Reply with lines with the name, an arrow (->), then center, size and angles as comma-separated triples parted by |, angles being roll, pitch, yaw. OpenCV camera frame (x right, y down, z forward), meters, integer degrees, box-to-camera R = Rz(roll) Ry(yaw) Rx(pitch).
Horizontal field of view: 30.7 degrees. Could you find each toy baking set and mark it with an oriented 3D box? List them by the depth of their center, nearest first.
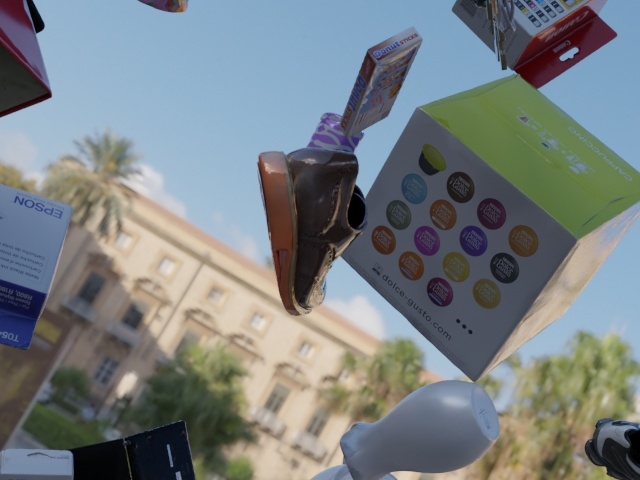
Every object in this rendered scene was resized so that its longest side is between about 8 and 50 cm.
toy baking set -> 0.267, -0.368, 1.725 | 0.030, 0.197, 0.256 | -9, -22, 5

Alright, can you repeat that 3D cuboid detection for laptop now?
laptop -> -0.365, 0.485, 2.203 | 0.136, 0.234, 0.264 | -13, -3, 34

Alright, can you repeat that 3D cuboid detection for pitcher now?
pitcher -> 0.156, 0.272, 1.684 | 0.178, 0.207, 0.125 | -22, 88, -63

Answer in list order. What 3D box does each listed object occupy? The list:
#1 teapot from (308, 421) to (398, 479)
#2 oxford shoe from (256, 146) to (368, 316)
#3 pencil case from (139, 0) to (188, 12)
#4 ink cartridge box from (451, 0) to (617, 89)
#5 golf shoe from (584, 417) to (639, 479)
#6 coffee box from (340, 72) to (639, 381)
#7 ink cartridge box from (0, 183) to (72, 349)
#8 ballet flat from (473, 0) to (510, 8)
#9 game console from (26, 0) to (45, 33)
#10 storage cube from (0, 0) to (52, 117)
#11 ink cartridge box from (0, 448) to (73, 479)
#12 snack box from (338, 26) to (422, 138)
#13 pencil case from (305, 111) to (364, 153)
teapot -> 0.071, 0.476, 2.032 | 0.256, 0.252, 0.187 | 39, -49, 21
oxford shoe -> 0.000, 0.000, 1.528 | 0.133, 0.130, 0.364 | -11, -25, -3
pencil case -> -0.243, -0.549, 2.083 | 0.124, 0.284, 0.124 | 23, 27, -12
ink cartridge box -> 0.501, -0.520, 2.579 | 0.272, 0.309, 0.130 | 48, -28, 14
golf shoe -> 0.396, 0.260, 1.298 | 0.198, 0.077, 0.094 | 23, -18, -6
coffee box -> 0.300, -0.036, 1.985 | 0.337, 0.338, 0.334 | 43, -53, 19
ink cartridge box -> -0.440, 0.011, 1.452 | 0.223, 0.224, 0.045 | 18, -46, -14
ballet flat -> 0.287, -0.562, 2.405 | 0.280, 0.096, 0.095 | 51, -28, 43
game console -> -0.557, -0.396, 2.010 | 0.107, 0.071, 0.122 | -8, -61, 31
storage cube -> -0.436, -0.243, 1.294 | 0.215, 0.183, 0.193 | 58, 12, -71
ink cartridge box -> -0.437, 0.398, 1.773 | 0.109, 0.150, 0.063 | 4, 24, -15
snack box -> 0.066, -0.176, 1.329 | 0.022, 0.064, 0.178 | 56, -20, 14
pencil case -> -0.008, -0.119, 1.951 | 0.088, 0.206, 0.086 | 13, -22, 50
